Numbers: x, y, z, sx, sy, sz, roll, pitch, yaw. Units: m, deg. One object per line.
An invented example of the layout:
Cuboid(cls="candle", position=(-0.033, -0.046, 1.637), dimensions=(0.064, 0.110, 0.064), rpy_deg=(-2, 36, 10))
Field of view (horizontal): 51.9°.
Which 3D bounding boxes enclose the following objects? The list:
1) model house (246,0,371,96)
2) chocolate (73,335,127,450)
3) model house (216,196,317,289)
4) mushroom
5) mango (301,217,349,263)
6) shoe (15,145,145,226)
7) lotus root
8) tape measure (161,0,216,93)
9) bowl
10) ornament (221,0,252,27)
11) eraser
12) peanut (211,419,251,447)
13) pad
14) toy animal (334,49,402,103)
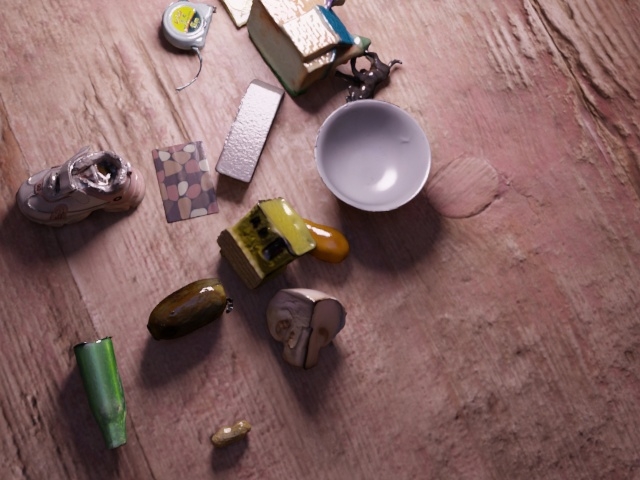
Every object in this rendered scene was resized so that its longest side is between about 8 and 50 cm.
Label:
Cuboid(cls="model house", position=(-0.023, -0.644, 2.007), dimensions=(0.280, 0.245, 0.312), rpy_deg=(-32, 83, -21))
Cuboid(cls="chocolate", position=(-0.578, 0.410, 1.761), dimensions=(0.110, 0.110, 0.292), rpy_deg=(-15, 82, -10))
Cuboid(cls="model house", position=(-0.164, 0.015, 1.870), dimensions=(0.234, 0.174, 0.193), rpy_deg=(-38, 85, 28))
Cuboid(cls="mushroom", position=(-0.041, 0.222, 1.864), dimensions=(0.162, 0.173, 0.237), rpy_deg=(-11, 120, -45))
Cuboid(cls="mango", position=(0.000, 0.000, 1.930), dimensions=(0.184, 0.085, 0.102), rpy_deg=(30, 77, 6))
Cuboid(cls="shoe", position=(-0.675, -0.163, 1.828), dimensions=(0.350, 0.198, 0.172), rpy_deg=(-14, 76, -11))
Cuboid(cls="lotus root", position=(-0.367, 0.190, 1.820), dimensions=(0.240, 0.124, 0.123), rpy_deg=(-26, 97, -14))
Cuboid(cls="tape measure", position=(-0.428, -0.585, 2.012), dimensions=(0.163, 0.084, 0.331), rpy_deg=(15, 74, -1))
Cuboid(cls="bowl", position=(0.145, -0.232, 1.962), dimensions=(0.345, 0.157, 0.346), rpy_deg=(1, 78, -6))
Cuboid(cls="ornament", position=(-0.236, -0.759, 2.093), dimensions=(0.201, 0.059, 0.180), rpy_deg=(14, 79, -5))
Cuboid(cls="eraser", position=(-0.210, -0.337, 1.988), dimensions=(0.111, 0.077, 0.353), rpy_deg=(20, 75, -5))
Cuboid(cls="peanut", position=(-0.243, 0.528, 1.796), dimensions=(0.113, 0.054, 0.054), rpy_deg=(-22, 80, -14))
Cuboid(cls="pad", position=(-0.403, -0.179, 1.964), dimensions=(0.158, 0.003, 0.235), rpy_deg=(-13, 79, -9))
Cuboid(cls="toy animal", position=(0.148, -0.522, 2.080), dimensions=(0.232, 0.084, 0.148), rpy_deg=(-44, 101, -19))
